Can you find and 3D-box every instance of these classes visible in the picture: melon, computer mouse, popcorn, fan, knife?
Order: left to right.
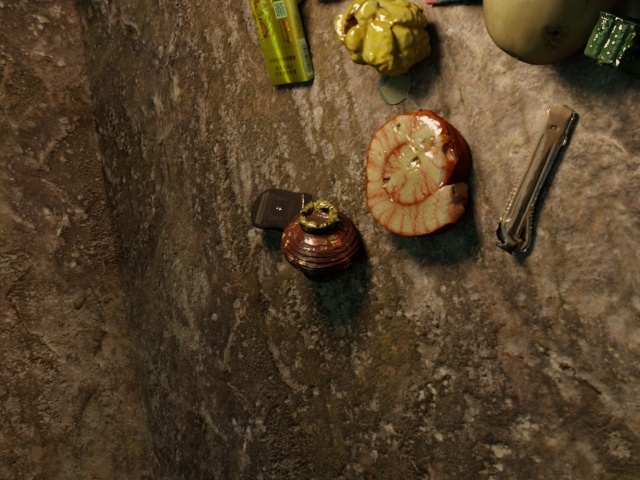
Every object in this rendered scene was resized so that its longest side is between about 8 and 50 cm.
[{"bbox_3d":[-0.111,-0.090,1.972,0.264,0.088,0.147,13,85,43],"label":"computer mouse"},{"bbox_3d":[0.172,-0.542,1.585,0.195,0.254,0.256,110,160,-48],"label":"popcorn"},{"bbox_3d":[0.225,-0.418,1.683,0.175,0.005,0.113,53,125,29],"label":"fan"},{"bbox_3d":[0.504,-0.140,1.419,0.089,0.043,0.366,19,106,7],"label":"knife"},{"bbox_3d":[0.483,-0.539,1.253,0.268,0.268,0.330,39,110,35],"label":"melon"}]

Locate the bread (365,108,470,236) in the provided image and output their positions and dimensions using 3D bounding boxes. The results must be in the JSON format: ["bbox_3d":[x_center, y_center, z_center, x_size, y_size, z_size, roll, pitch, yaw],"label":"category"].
[{"bbox_3d":[0.249,-0.172,1.606,0.295,0.114,0.328,-4,91,45],"label":"bread"}]

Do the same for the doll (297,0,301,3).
[{"bbox_3d":[0.014,-0.812,1.800,0.383,0.099,0.189,-9,76,40],"label":"doll"}]

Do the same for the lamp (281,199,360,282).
[{"bbox_3d":[0.000,0.000,1.775,0.246,0.246,0.247,4,96,43],"label":"lamp"}]

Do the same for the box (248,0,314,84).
[{"bbox_3d":[-0.127,-0.652,1.897,0.172,0.043,0.311,7,121,43],"label":"box"}]

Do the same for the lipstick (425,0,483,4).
[{"bbox_3d":[0.363,-0.612,1.512,0.234,0.053,0.054,14,102,46],"label":"lipstick"}]

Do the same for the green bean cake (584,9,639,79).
[{"bbox_3d":[0.634,-0.361,1.165,0.193,0.208,0.107,43,123,35],"label":"green bean cake"}]
